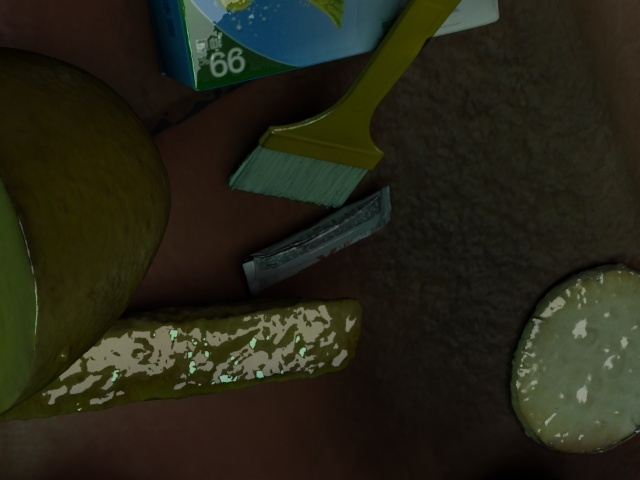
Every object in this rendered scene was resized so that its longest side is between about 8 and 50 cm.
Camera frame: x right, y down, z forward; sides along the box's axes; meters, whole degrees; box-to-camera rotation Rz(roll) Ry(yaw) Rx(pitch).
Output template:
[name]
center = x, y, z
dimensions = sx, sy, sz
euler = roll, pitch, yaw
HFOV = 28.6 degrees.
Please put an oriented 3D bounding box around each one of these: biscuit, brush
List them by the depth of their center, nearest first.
[brush]
center = 0.028, -0.089, 0.722
dimensions = 0.083, 0.011, 0.205
euler = 10, 137, -32
[biscuit]
center = 0.203, 0.090, 0.920
dimensions = 0.152, 0.020, 0.152
euler = -7, 108, -23

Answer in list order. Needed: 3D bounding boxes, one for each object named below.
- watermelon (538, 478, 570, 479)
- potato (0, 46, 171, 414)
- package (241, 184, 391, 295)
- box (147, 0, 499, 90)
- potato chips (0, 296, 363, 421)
[watermelon]
center = 0.179, 0.233, 0.885
dimensions = 0.187, 0.140, 0.141
euler = -18, 112, -23
[potato]
center = -0.153, -0.021, 0.644
dimensions = 0.158, 0.203, 0.178
euler = -18, 121, -45
[package]
center = 0.000, 0.000, 0.798
dimensions = 0.110, 0.015, 0.037
euler = -27, 144, -14
[box]
center = -0.004, -0.176, 0.714
dimensions = 0.194, 0.073, 0.139
euler = -17, 111, -20
[potato chips]
center = -0.172, 0.075, 0.714
dimensions = 0.407, 0.080, 0.057
euler = -5, 91, -22
